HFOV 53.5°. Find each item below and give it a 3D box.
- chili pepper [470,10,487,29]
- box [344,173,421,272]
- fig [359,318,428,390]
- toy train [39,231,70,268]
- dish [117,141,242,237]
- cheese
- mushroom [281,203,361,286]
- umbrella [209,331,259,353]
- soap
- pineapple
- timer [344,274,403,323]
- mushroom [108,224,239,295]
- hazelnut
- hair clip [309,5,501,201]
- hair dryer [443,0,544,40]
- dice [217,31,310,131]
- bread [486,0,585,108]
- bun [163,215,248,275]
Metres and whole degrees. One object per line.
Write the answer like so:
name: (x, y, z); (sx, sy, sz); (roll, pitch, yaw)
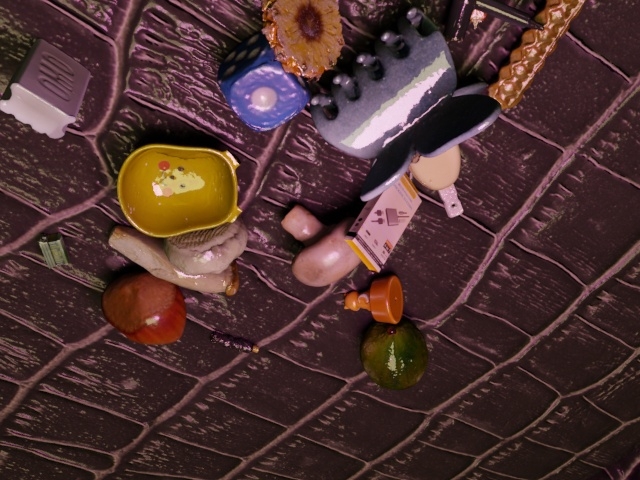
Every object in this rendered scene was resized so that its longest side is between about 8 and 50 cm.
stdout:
chili pepper: (0.310, -0.507, 1.253); (0.045, 0.027, 0.178); (-2, 131, 9)
box: (0.155, -0.060, 1.487); (0.129, 0.033, 0.247); (47, 66, -36)
fig: (0.216, 0.293, 1.767); (0.203, 0.203, 0.235); (-2, 146, -9)
toy train: (-0.635, 0.023, 1.513); (0.056, 0.038, 0.093); (-10, 130, -10)
dish: (-0.306, -0.130, 1.395); (0.262, 0.108, 0.221); (-5, 122, -8)
cheese: (0.291, -0.148, 1.529); (0.127, 0.050, 0.255); (-23, 129, 8)
mushroom: (0.008, 0.011, 1.546); (0.206, 0.209, 0.206); (-33, 148, -24)
umbrella: (-0.243, 0.294, 1.802); (0.144, 0.037, 0.040); (20, 109, -21)
soap: (-0.507, -0.283, 1.180); (0.119, 0.198, 0.066); (32, 119, -30)
pineapple: (-0.029, -0.406, 1.182); (0.047, 0.221, 0.221); (1, 144, 43)
timer: (0.135, 0.162, 1.729); (0.152, 0.132, 0.132); (-4, 134, 25)
mushroom: (-0.349, 0.055, 1.544); (0.333, 0.107, 0.087); (20, 132, -24)
hazelnut: (-0.428, 0.161, 1.584); (0.210, 0.210, 0.186); (7, 104, -15)
hair clip: (0.150, -0.277, 1.265); (0.318, 0.392, 0.238); (-37, 100, 22)
hair dryer: (0.356, -0.467, 1.236); (0.195, 0.050, 0.173); (7, 134, -4)
dice: (-0.111, -0.315, 1.261); (0.143, 0.146, 0.146); (-30, 129, 16)
bread: (0.466, -0.432, 1.313); (0.084, 0.077, 0.367); (16, 124, -20)
bun: (-0.262, 0.011, 1.464); (0.195, 0.195, 0.118); (-7, 126, -4)
